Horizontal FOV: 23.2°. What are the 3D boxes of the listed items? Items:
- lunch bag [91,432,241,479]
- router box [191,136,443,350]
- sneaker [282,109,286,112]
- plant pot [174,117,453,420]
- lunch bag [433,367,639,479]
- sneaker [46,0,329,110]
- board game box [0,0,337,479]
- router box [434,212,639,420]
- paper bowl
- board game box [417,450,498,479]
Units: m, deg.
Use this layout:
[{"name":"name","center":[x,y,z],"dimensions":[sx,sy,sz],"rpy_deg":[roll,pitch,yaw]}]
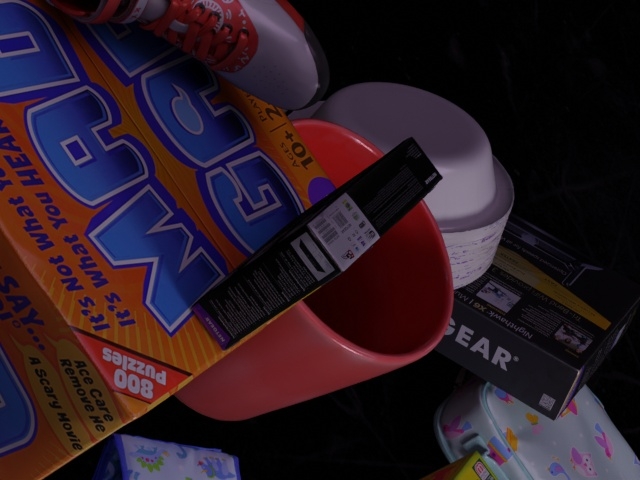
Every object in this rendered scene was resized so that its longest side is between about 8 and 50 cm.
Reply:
[{"name":"lunch bag","center":[-0.134,0.247,1.334],"dimensions":[0.128,0.096,0.151],"rpy_deg":[16,72,-35]},{"name":"router box","center":[0.000,0.000,1.166],"dimensions":[0.046,0.133,0.179],"rpy_deg":[53,37,-3]},{"name":"sneaker","center":[-0.073,-0.239,1.872],"dimensions":[0.110,0.118,0.292],"rpy_deg":[24,46,-33]},{"name":"plant pot","center":[-0.041,0.050,1.585],"dimensions":[0.275,0.243,0.275],"rpy_deg":[28,45,-31]},{"name":"lunch bag","center":[0.260,0.262,1.867],"dimensions":[0.279,0.108,0.224],"rpy_deg":[54,40,0]},{"name":"sneaker","center":[-0.121,-0.180,1.208],"dimensions":[0.270,0.090,0.145],"rpy_deg":[47,38,-6]},{"name":"board game box","center":[-0.253,-0.003,1.298],"dimensions":[0.356,0.356,0.356],"rpy_deg":[56,37,0]},{"name":"router box","center":[0.207,0.058,1.872],"dimensions":[0.309,0.081,0.243],"rpy_deg":[31,34,17]},{"name":"paper bowl","center":[0.084,-0.077,1.798],"dimensions":[0.284,0.148,0.284],"rpy_deg":[12,34,-8]},{"name":"board game box","center":[0.090,0.287,1.601],"dimensions":[0.043,0.181,0.092],"rpy_deg":[54,37,-2]}]
